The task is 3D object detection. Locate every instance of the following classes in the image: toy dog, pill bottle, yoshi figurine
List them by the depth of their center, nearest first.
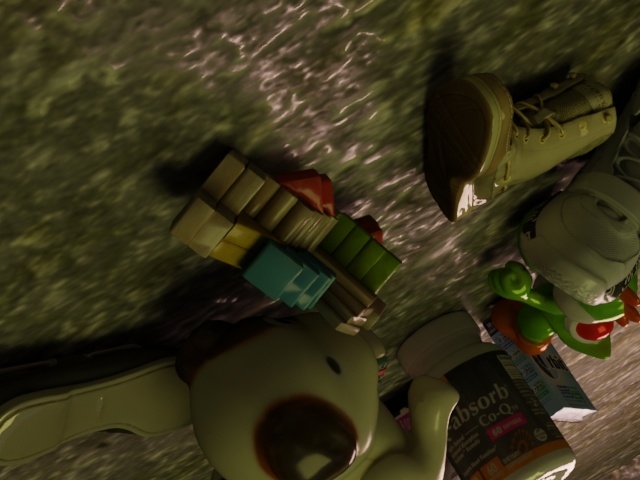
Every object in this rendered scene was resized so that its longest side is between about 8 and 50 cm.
[{"bbox_3d":[-0.036,0.244,1.272,0.396,0.284,0.407,-24,137,-18],"label":"toy dog"},{"bbox_3d":[0.338,0.040,1.572,0.203,0.203,0.362,13,164,1],"label":"yoshi figurine"},{"bbox_3d":[0.237,0.251,1.645,0.162,0.278,0.162,-25,153,-14],"label":"pill bottle"}]

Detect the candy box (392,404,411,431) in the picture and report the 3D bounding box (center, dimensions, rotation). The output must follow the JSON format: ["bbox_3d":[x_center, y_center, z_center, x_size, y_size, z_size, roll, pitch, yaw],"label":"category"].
[{"bbox_3d":[0.188,0.307,1.851,0.233,0.071,0.159,-35,154,6],"label":"candy box"}]

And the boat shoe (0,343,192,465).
[{"bbox_3d":[-0.242,0.159,1.221,0.335,0.095,0.112,-4,122,-49],"label":"boat shoe"}]

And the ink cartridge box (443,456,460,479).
[{"bbox_3d":[0.263,0.526,2.217,0.158,0.092,0.217,-53,-170,38],"label":"ink cartridge box"}]

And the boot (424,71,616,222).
[{"bbox_3d":[0.220,-0.127,1.180,0.204,0.095,0.262,-25,159,-9],"label":"boot"}]

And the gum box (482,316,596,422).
[{"bbox_3d":[0.351,0.203,1.786,0.041,0.184,0.157,-41,151,20],"label":"gum box"}]

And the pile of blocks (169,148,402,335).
[{"bbox_3d":[0.000,0.000,1.117,0.112,0.149,0.362,-50,151,10],"label":"pile of blocks"}]

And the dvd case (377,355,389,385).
[{"bbox_3d":[0.054,0.223,1.702,0.087,0.013,0.119,-19,150,-23],"label":"dvd case"}]

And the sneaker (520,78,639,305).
[{"bbox_3d":[0.361,-0.077,1.303,0.366,0.137,0.210,-38,159,-54],"label":"sneaker"}]

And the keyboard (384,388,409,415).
[{"bbox_3d":[0.100,0.325,1.904,0.317,0.033,0.201,-28,153,-9],"label":"keyboard"}]
